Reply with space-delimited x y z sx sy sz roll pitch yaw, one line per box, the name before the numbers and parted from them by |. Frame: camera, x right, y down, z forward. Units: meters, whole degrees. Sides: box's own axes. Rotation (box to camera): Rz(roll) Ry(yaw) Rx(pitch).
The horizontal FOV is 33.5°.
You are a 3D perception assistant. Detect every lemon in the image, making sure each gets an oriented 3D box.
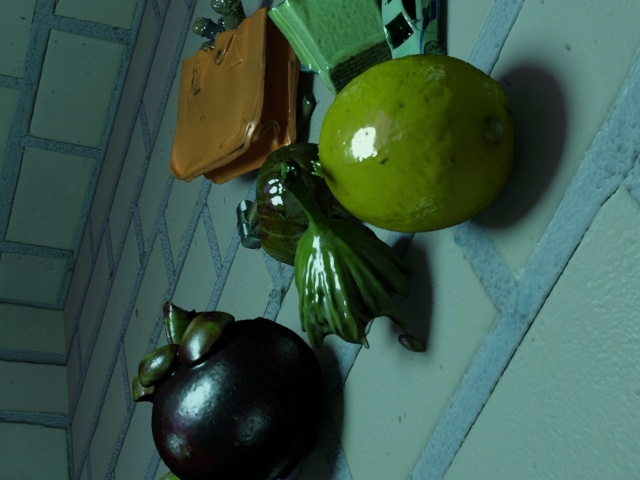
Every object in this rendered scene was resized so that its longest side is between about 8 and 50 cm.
lemon | 0.123 -0.122 1.353 0.263 0.236 0.236 26 108 40

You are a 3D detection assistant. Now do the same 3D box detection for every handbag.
handbag | -0.179 -0.286 2.186 0.410 0.116 0.303 -14 71 58

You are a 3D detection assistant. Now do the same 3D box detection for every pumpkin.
pumpkin | -0.022 -0.060 1.793 0.219 0.162 0.219 6 -90 -82

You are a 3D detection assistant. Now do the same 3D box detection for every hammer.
hammer | -0.088 -0.145 2.152 0.111 0.043 0.365 -103 32 -45

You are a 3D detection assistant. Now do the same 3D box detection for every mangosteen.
mangosteen | -0.161 0.252 1.776 0.307 0.347 0.307 -47 -1 -1

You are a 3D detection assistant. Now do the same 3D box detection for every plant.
plant | 0.031 -0.017 1.497 0.251 0.180 0.333 -121 17 -58

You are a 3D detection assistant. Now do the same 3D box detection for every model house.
model house | 0.038 -0.345 1.762 0.189 0.195 0.214 64 170 -11

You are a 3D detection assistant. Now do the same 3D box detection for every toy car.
toy car | 0.137 -0.339 1.609 0.090 0.076 0.224 152 124 -62

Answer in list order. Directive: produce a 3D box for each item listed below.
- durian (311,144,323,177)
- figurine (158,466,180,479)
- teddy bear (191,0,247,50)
durian | 0.054 -0.145 1.652 0.375 0.132 0.106 -110 25 -78
figurine | -0.249 0.504 2.111 0.285 0.167 0.342 -44 21 46
teddy bear | -0.196 -0.449 2.408 0.182 0.129 0.251 58 145 7
